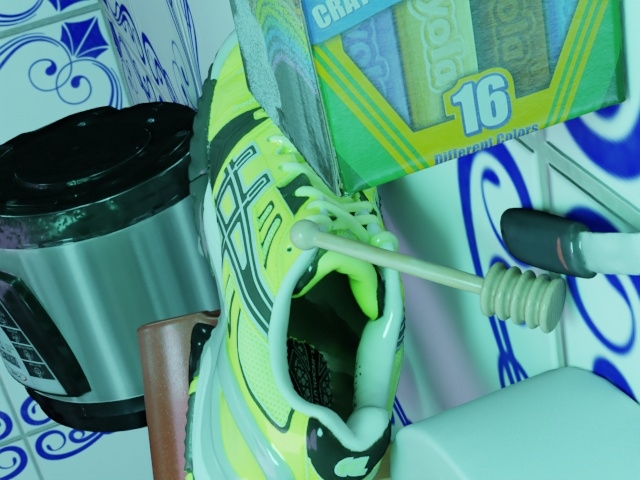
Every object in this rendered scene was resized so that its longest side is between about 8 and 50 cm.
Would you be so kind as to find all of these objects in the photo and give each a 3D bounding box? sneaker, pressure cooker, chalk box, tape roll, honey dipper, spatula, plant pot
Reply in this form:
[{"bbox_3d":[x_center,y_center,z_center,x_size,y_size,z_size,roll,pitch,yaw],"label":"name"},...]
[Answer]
[{"bbox_3d":[0.000,0.000,0.761,0.147,0.145,0.385,-40,46,50],"label":"sneaker"},{"bbox_3d":[-0.264,0.061,1.590,0.370,0.375,0.421,-80,-20,-59],"label":"pressure cooker"},{"bbox_3d":[0.027,-0.151,0.456,0.132,0.132,0.213,-125,20,-56],"label":"chalk box"},{"bbox_3d":[0.137,0.215,0.613,0.286,0.100,0.286,160,90,-79],"label":"tape roll"},{"bbox_3d":[0.053,0.015,0.626,0.160,0.030,0.030,15,135,29],"label":"honey dipper"},{"bbox_3d":[0.128,0.003,0.482,0.296,0.030,0.084,-167,59,-77],"label":"spatula"},{"bbox_3d":[-0.060,0.194,1.162,0.272,0.272,0.265,154,105,-78],"label":"plant pot"}]

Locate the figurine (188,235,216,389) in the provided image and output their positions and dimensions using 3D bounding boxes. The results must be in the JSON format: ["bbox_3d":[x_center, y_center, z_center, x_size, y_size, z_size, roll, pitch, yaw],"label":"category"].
[{"bbox_3d":[-0.052,0.049,0.971,0.209,0.092,0.215,6,92,56],"label":"figurine"}]

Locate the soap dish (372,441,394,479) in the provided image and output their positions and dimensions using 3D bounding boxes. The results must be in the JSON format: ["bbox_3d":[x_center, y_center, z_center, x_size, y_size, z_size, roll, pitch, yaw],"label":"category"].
[{"bbox_3d":[0.006,0.281,0.929,0.118,0.290,0.229,-90,-14,-65],"label":"soap dish"}]
